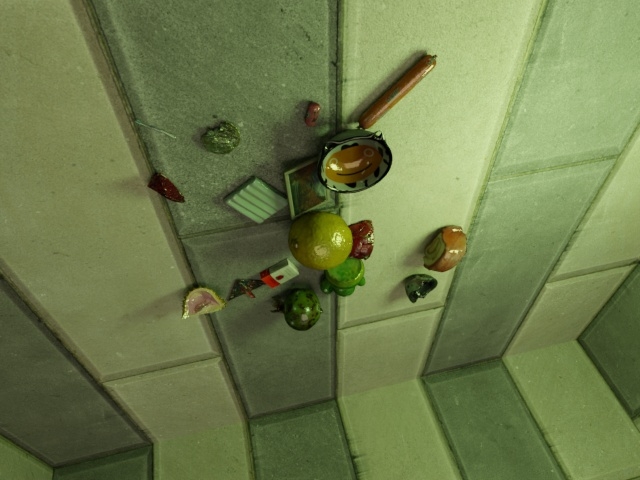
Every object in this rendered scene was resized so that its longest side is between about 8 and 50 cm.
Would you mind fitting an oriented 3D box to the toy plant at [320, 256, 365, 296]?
[{"bbox_3d":[0.112,0.177,2.210,0.224,0.184,0.315,-7,155,-5],"label":"toy plant"}]

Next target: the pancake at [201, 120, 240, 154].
[{"bbox_3d":[-0.329,-0.337,1.547,0.130,0.022,0.116,-21,142,4],"label":"pancake"}]

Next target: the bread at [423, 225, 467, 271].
[{"bbox_3d":[0.588,0.059,2.217,0.123,0.190,0.244,13,136,-13],"label":"bread"}]

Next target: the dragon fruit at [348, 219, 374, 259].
[{"bbox_3d":[0.171,-0.003,2.037,0.121,0.127,0.161,-2,139,-29],"label":"dragon fruit"}]

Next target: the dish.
[{"bbox_3d":[0.112,-0.304,1.662,0.303,0.120,0.303,-9,143,-7],"label":"dish"}]

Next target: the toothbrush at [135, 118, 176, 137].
[{"bbox_3d":[-0.521,-0.353,1.468,0.131,0.011,0.013,20,149,-36],"label":"toothbrush"}]

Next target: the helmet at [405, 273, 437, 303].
[{"bbox_3d":[0.518,0.236,2.449,0.177,0.107,0.153,-24,141,-23],"label":"helmet"}]

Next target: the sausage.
[{"bbox_3d":[0.253,-0.492,1.558,0.348,0.053,0.053,-40,135,24],"label":"sausage"}]

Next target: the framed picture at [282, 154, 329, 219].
[{"bbox_3d":[-0.049,-0.202,1.765,0.184,0.016,0.249,-27,143,-19],"label":"framed picture"}]

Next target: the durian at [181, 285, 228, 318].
[{"bbox_3d":[-0.538,0.288,2.100,0.182,0.132,0.165,-32,151,0],"label":"durian"}]

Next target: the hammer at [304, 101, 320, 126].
[{"bbox_3d":[-0.028,-0.421,1.548,0.043,0.043,0.083,1,137,-21],"label":"hammer"}]

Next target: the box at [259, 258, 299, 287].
[{"bbox_3d":[-0.189,0.154,2.141,0.152,0.048,0.100,-27,137,14],"label":"box"}]

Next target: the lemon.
[{"bbox_3d":[0.000,-0.001,1.879,0.268,0.267,0.267,-10,139,-9],"label":"lemon"}]

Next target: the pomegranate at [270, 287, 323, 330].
[{"bbox_3d":[-0.118,0.335,2.262,0.263,0.211,0.211,4,139,5],"label":"pomegranate"}]

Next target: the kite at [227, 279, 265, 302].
[{"bbox_3d":[-0.358,0.231,2.193,0.232,0.009,0.189,-23,141,8],"label":"kite"}]

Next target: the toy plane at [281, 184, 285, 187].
[{"bbox_3d":[-0.098,-0.208,1.765,0.102,0.040,0.111,-18,139,-16],"label":"toy plane"}]

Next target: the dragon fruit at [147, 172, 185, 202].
[{"bbox_3d":[-0.541,-0.169,1.631,0.063,0.097,0.131,-27,159,15],"label":"dragon fruit"}]

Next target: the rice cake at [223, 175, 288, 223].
[{"bbox_3d":[-0.241,-0.150,1.780,0.189,0.037,0.198,-32,138,16],"label":"rice cake"}]
